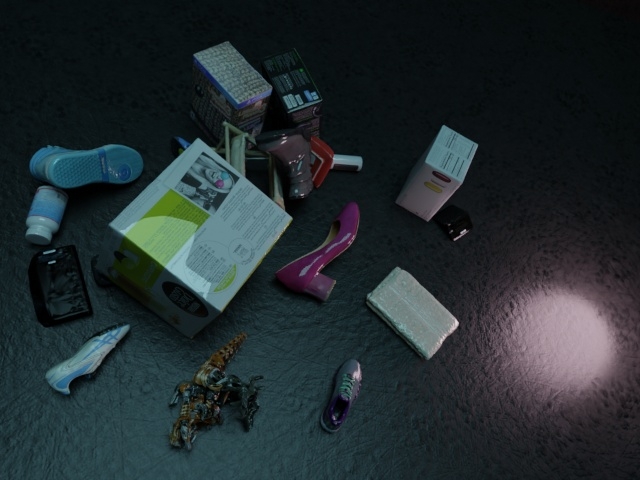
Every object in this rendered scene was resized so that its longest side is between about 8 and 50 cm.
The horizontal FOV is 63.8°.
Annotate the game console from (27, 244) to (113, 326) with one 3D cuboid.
[{"bbox_3d":[-0.626,0.099,1.467,0.361,0.044,0.213,-15,69,-23],"label":"game console"}]

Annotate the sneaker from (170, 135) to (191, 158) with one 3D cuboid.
[{"bbox_3d":[-0.415,-0.277,1.732,0.209,0.069,0.082,43,46,9],"label":"sneaker"}]

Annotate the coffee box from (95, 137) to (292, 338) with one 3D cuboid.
[{"bbox_3d":[-0.344,0.010,1.395,0.334,0.337,0.338,40,57,-8],"label":"coffee box"}]

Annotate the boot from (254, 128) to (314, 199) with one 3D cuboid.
[{"bbox_3d":[-0.088,-0.231,1.602,0.118,0.338,0.223,-1,100,22],"label":"boot"}]

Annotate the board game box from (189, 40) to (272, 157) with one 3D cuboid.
[{"bbox_3d":[-0.310,-0.462,1.730,0.141,0.291,0.232,-35,76,-30],"label":"board game box"}]

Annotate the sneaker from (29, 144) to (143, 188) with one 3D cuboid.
[{"bbox_3d":[-0.727,-0.239,1.580,0.208,0.127,0.319,13,16,32],"label":"sneaker"}]

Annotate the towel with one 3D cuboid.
[{"bbox_3d":[0.296,0.233,1.674,0.282,0.049,0.187,45,60,9],"label":"towel"}]

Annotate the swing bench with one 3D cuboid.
[{"bbox_3d":[-0.223,-0.207,1.655,0.254,0.165,0.253,12,57,-31],"label":"swing bench"}]

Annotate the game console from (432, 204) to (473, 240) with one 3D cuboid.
[{"bbox_3d":[0.495,-0.067,1.923,0.122,0.071,0.107,-30,104,-28],"label":"game console"}]

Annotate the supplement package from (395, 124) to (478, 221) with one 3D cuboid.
[{"bbox_3d":[0.410,-0.235,1.841,0.145,0.262,0.204,30,58,1],"label":"supplement package"}]

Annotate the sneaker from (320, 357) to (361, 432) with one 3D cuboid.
[{"bbox_3d":[0.075,0.433,1.462,0.083,0.098,0.224,25,58,-3],"label":"sneaker"}]

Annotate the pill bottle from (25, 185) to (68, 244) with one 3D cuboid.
[{"bbox_3d":[-0.792,-0.072,1.483,0.087,0.087,0.160,9,59,-12],"label":"pill bottle"}]

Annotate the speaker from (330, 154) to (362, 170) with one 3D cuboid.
[{"bbox_3d":[0.082,-0.288,1.893,0.136,0.055,0.055,2,61,-16],"label":"speaker"}]

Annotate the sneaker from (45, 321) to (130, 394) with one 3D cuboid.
[{"bbox_3d":[-0.595,0.302,1.348,0.237,0.085,0.086,-43,107,-35],"label":"sneaker"}]

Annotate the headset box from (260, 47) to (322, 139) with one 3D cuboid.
[{"bbox_3d":[-0.098,-0.475,1.818,0.131,0.283,0.246,-22,68,-10],"label":"headset box"}]

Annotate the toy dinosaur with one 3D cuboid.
[{"bbox_3d":[-0.272,0.394,1.357,0.218,0.164,0.322,17,79,11],"label":"toy dinosaur"}]

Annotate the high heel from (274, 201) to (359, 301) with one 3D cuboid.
[{"bbox_3d":[0.000,0.000,1.658,0.181,0.127,0.377,29,60,-13],"label":"high heel"}]

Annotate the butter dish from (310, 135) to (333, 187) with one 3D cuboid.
[{"bbox_3d":[-0.017,-0.299,1.818,0.160,0.160,0.118,41,46,9],"label":"butter dish"}]
